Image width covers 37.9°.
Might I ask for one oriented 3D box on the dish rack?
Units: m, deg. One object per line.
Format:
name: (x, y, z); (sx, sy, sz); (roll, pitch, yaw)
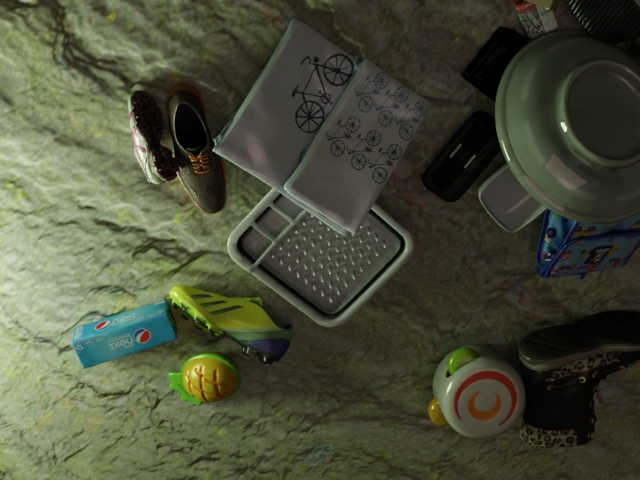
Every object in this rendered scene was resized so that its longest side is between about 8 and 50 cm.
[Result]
dish rack: (0.000, 0.000, 1.959); (0.333, 0.072, 0.285); (39, 102, -22)

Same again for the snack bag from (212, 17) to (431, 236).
snack bag: (0.008, -0.225, 1.825); (0.342, 0.037, 0.323); (33, 88, -17)

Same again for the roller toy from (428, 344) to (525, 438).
roller toy: (0.358, 0.344, 2.128); (0.191, 0.146, 0.209); (12, 101, -9)

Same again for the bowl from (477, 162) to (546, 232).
bowl: (0.413, -0.104, 1.986); (0.142, 0.053, 0.142); (-40, 116, 9)

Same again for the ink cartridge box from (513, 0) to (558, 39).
ink cartridge box: (0.420, -0.462, 1.841); (0.063, 0.029, 0.115); (-26, 116, 3)

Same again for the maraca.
maraca: (-0.255, 0.306, 2.046); (0.185, 0.099, 0.127); (-28, 109, 32)

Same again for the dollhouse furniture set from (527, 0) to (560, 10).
dollhouse furniture set: (0.464, -0.523, 1.777); (0.123, 0.144, 0.151); (-7, 123, -43)

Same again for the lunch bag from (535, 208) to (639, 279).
lunch bag: (0.590, -0.033, 2.002); (0.221, 0.138, 0.293); (-10, 135, -20)

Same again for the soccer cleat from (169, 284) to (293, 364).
soccer cleat: (-0.190, 0.159, 2.007); (0.289, 0.093, 0.121); (32, 75, -16)

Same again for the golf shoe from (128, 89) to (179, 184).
golf shoe: (-0.343, -0.198, 1.816); (0.067, 0.086, 0.186); (-22, 99, -44)

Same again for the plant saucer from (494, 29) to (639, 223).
plant saucer: (0.539, -0.236, 1.809); (0.400, 0.100, 0.400); (3, 77, -16)

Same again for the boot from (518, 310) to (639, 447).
boot: (0.631, 0.326, 2.172); (0.377, 0.138, 0.284); (-11, 121, -15)

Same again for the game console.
game console: (0.340, -0.242, 1.922); (0.213, 0.044, 0.361); (34, 104, -19)

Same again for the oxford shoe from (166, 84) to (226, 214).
oxford shoe: (-0.247, -0.164, 1.831); (0.097, 0.098, 0.271); (-17, 115, -1)

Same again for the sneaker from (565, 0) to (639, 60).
sneaker: (0.618, -0.447, 1.845); (0.330, 0.146, 0.122); (41, 129, 0)

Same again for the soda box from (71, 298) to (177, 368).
soda box: (-0.416, 0.199, 1.984); (0.210, 0.067, 0.071); (-18, 116, -1)
